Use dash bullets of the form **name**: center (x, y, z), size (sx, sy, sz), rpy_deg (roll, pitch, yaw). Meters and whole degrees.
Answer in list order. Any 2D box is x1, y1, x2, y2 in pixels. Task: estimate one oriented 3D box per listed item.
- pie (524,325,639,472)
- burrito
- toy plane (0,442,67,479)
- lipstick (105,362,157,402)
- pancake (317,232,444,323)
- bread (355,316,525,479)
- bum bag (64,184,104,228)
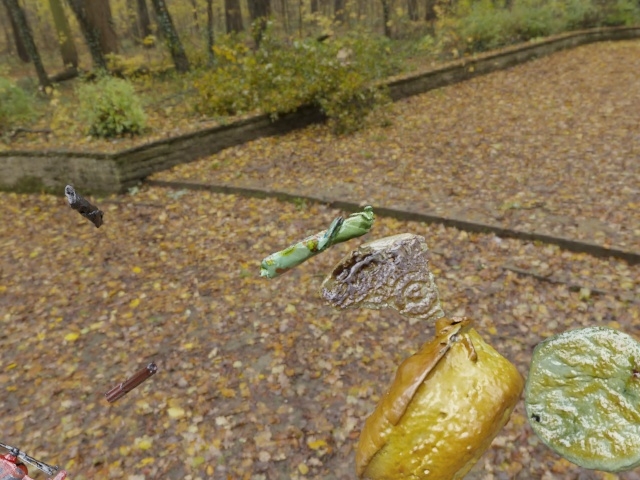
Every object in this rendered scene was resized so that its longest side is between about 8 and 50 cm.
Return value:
- **pie**: center (0.358, 0.204, 0.675), size (0.041, 0.186, 0.187), rpy_deg (12, 8, -43)
- **burrito**: center (0.000, 0.000, 1.076), size (0.288, 0.054, 0.104), rpy_deg (-25, -8, -16)
- **toy plane**: center (-0.398, 0.301, 0.669), size (0.145, 0.037, 0.060), rpy_deg (18, 73, 11)
- **lipstick**: center (-0.376, 0.285, 1.029), size (0.177, 0.027, 0.027), rpy_deg (-35, 7, 32)
- **pancake**: center (0.157, 0.105, 1.141), size (0.266, 0.244, 0.057), rpy_deg (-43, -9, -10)
- **bread**: center (0.230, 0.327, 0.976), size (0.204, 0.358, 0.337), rpy_deg (33, 17, 21)
- **bum bag**: center (-0.544, -0.074, 1.190), size (0.034, 0.124, 0.057), rpy_deg (-27, 51, 9)
